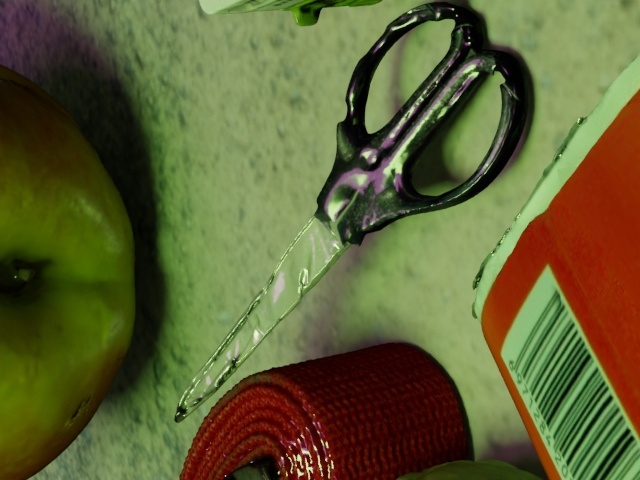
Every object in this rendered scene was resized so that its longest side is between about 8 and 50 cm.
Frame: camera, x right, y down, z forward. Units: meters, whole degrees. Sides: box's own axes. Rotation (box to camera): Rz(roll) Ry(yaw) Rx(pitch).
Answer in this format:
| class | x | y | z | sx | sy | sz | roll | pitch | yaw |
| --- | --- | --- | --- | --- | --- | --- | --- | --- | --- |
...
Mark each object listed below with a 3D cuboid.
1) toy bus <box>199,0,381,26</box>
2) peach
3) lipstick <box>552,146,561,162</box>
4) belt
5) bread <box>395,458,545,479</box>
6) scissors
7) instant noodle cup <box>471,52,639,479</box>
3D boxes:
| class | x | y | z | sx | sy | sz | roll | pitch | yaw |
| --- | --- | --- | --- | --- | --- | --- | --- | --- | --- |
| toy bus | 0.066 | -0.184 | 0.632 | 0.301 | 0.139 | 0.113 | -13 | 91 | 51 |
| peach | -0.317 | 0.032 | 1.029 | 0.370 | 0.370 | 0.370 | 18 | 113 | 49 |
| lipstick | 0.163 | -0.050 | 0.623 | 0.141 | 0.040 | 0.040 | -30 | 76 | 52 |
| belt | -0.012 | 0.149 | 0.838 | 0.128 | 0.124 | 0.201 | 60 | 139 | 26 |
| bread | 0.112 | 0.206 | 0.672 | 0.267 | 0.152 | 0.130 | 39 | 151 | 41 |
| scissors | 0.000 | 0.000 | 0.785 | 0.300 | 0.022 | 0.109 | -50 | 59 | 21 |
| instant noodle cup | 0.213 | 0.085 | 0.432 | 0.308 | 0.294 | 0.294 | 63 | 141 | 31 |
